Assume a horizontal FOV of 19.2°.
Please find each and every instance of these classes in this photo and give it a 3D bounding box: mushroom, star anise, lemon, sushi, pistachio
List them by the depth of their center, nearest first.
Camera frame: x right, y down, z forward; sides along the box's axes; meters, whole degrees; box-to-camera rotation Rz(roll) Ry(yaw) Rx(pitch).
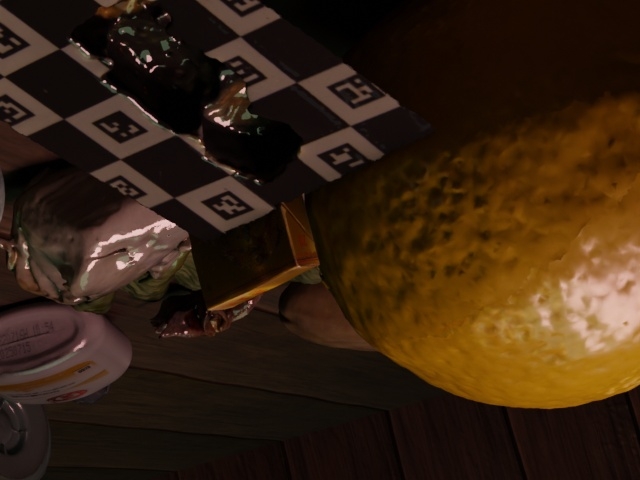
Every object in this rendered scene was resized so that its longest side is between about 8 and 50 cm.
[{"bbox_3d":[-0.076,-0.096,1.000,0.215,0.050,0.192,33,140,-33],"label":"sushi"},{"bbox_3d":[0.127,-0.034,1.106,0.293,0.293,0.293,-14,168,-3],"label":"lemon"},{"bbox_3d":[-0.090,-0.033,1.297,0.278,0.099,0.096,-20,-179,5],"label":"mushroom"},{"bbox_3d":[-0.116,0.065,1.786,0.129,0.056,0.124,-21,-173,41],"label":"star anise"},{"bbox_3d":[0.049,0.051,1.823,0.185,0.126,0.108,-11,126,2],"label":"pistachio"}]

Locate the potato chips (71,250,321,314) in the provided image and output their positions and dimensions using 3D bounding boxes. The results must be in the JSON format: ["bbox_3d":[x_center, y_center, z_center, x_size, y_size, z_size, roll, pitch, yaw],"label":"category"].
[{"bbox_3d":[0.006,-0.001,1.534,0.373,0.097,0.389,1,163,-33],"label":"potato chips"}]

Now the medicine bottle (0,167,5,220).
[{"bbox_3d":[-0.302,-0.026,1.092,0.258,0.079,0.124,-5,165,-39],"label":"medicine bottle"}]

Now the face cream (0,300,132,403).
[{"bbox_3d":[-0.254,0.116,1.820,0.144,0.071,0.291,-14,169,0],"label":"face cream"}]

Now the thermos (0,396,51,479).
[{"bbox_3d":[-0.418,0.213,1.953,0.286,0.145,0.182,-19,-159,32],"label":"thermos"}]

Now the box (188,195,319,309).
[{"bbox_3d":[-0.052,-0.045,1.110,0.022,0.156,0.089,-2,164,-43],"label":"box"}]
